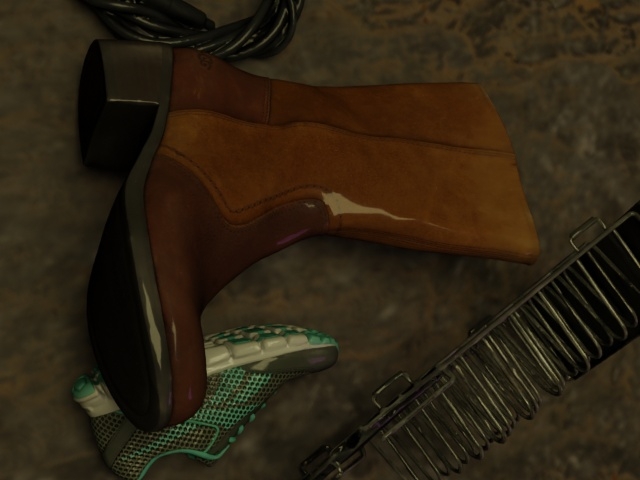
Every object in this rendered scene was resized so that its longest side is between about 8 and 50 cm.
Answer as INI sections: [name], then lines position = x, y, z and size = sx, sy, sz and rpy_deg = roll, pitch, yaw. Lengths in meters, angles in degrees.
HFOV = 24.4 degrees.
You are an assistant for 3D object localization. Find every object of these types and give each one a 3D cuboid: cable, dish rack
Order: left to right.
[cable]
position = -0.089, -0.189, 0.952
size = 0.150, 0.047, 0.184
rpy_deg = -41, 95, -23
[dish rack]
position = 0.102, 0.083, 0.882
size = 0.271, 0.208, 0.074
rpy_deg = -35, 80, -23

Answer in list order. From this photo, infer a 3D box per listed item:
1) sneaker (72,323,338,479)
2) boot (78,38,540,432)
[sneaker]
position = -0.065, 0.098, 0.898
size = 0.167, 0.065, 0.076
rpy_deg = -14, 100, -19
[boot]
position = 0.000, 0.000, 0.902
size = 0.281, 0.096, 0.264
rpy_deg = 6, 47, -22
